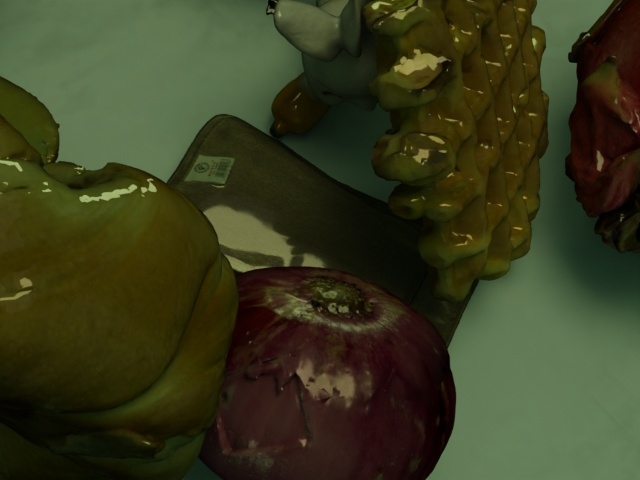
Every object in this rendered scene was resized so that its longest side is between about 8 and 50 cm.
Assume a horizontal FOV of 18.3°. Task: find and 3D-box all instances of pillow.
[{"bbox_3d":[0.000,0.000,1.333,0.217,0.033,0.130,29,53,-1],"label":"pillow"}]

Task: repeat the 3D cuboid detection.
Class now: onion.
[{"bbox_3d":[-0.004,0.091,1.205,0.177,0.153,0.177,12,50,-14],"label":"onion"}]

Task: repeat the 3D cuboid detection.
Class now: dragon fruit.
[{"bbox_3d":[0.308,-0.104,1.393,0.315,0.250,0.250,-10,62,-32],"label":"dragon fruit"}]

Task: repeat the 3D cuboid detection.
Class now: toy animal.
[{"bbox_3d":[0.008,-0.142,1.355,0.131,0.127,0.181,-15,26,19],"label":"toy animal"}]

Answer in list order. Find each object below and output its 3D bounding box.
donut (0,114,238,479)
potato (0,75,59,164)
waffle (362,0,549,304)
[{"bbox_3d":[-0.218,0.037,1.058,0.360,0.360,0.170,13,69,-11],"label":"donut"},{"bbox_3d":[-0.268,-0.060,1.273,0.198,0.054,0.119,-1,59,-14],"label":"potato"},{"bbox_3d":[0.098,-0.113,1.310,0.065,0.283,0.309,-5,73,21],"label":"waffle"}]
